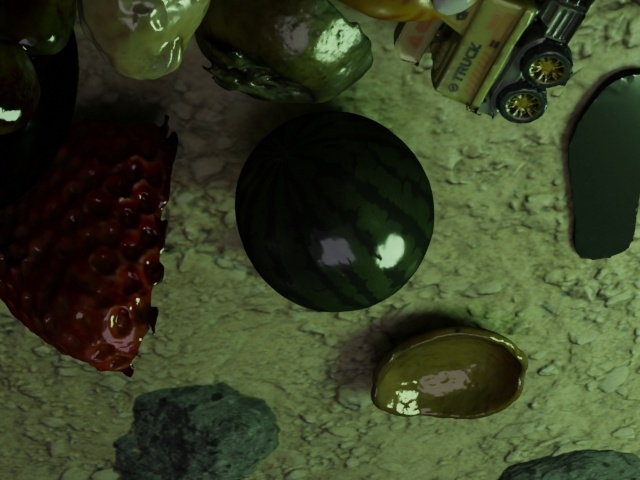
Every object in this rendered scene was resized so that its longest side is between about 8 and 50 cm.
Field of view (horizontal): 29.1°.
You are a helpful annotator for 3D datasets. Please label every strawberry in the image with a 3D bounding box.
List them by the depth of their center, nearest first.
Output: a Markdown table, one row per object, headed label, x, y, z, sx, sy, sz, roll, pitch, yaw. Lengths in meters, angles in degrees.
| label | x | y | z | sx | sy | sz | roll | pitch | yaw |
| --- | --- | --- | --- | --- | --- | --- | --- | --- | --- |
| strawberry | -0.260 | 0.014 | 1.240 | 0.150 | 0.280 | 0.253 | 19 | 142 | -25 |

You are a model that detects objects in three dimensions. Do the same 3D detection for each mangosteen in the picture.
| label | x | y | z | sx | sy | sz | roll | pitch | yaw |
| --- | --- | --- | --- | --- | --- | --- | --- | --- | --- |
| mangosteen | -0.328 | -0.139 | 1.008 | 0.297 | 0.313 | 0.297 | -26 | 128 | -39 |

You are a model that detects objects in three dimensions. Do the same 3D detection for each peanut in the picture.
| label | x | y | z | sx | sy | sz | roll | pitch | yaw |
| --- | --- | --- | --- | --- | --- | --- | --- | --- | --- |
| peanut | -0.143 | -0.271 | 0.994 | 0.130 | 0.130 | 0.290 | -1 | 113 | -9 |

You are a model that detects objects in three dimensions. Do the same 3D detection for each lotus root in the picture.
| label | x | y | z | sx | sy | sz | roll | pitch | yaw |
| --- | --- | --- | --- | --- | --- | --- | --- | --- | --- |
| lotus root | -0.054 | -0.173 | 1.118 | 0.203 | 0.078 | 0.183 | 14 | 163 | 44 |

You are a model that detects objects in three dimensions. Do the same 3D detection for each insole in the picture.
| label | x | y | z | sx | sy | sz | roll | pitch | yaw |
| --- | --- | --- | --- | --- | --- | --- | --- | --- | --- |
| insole | 0.338 | -0.078 | 1.425 | 0.110 | 0.012 | 0.309 | -11 | 140 | 1 |

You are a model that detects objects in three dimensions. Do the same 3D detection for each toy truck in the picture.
| label | x | y | z | sx | sy | sz | roll | pitch | yaw |
| --- | --- | --- | --- | --- | --- | --- | --- | --- | --- |
| toy truck | 0.176 | -0.237 | 1.132 | 0.157 | 0.124 | 0.272 | 16 | 138 | -12 |

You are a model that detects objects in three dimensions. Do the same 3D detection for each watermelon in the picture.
| label | x | y | z | sx | sy | sz | roll | pitch | yaw |
| --- | --- | --- | --- | --- | --- | --- | --- | --- | --- |
| watermelon | 0.016 | -0.028 | 1.279 | 0.212 | 0.212 | 0.212 | -5 | 140 | -4 |

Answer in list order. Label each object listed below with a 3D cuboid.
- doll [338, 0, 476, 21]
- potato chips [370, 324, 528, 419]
| label | x | y | z | sx | sy | sz | roll | pitch | yaw |
| --- | --- | --- | --- | --- | --- | --- | --- | --- | --- |
| doll | 0.091 | -0.282 | 0.973 | 0.166 | 0.162 | 0.269 | 6 | 136 | -24 |
| potato chips | 0.168 | 0.170 | 1.647 | 0.208 | 0.062 | 0.195 | -32 | 129 | 27 |
